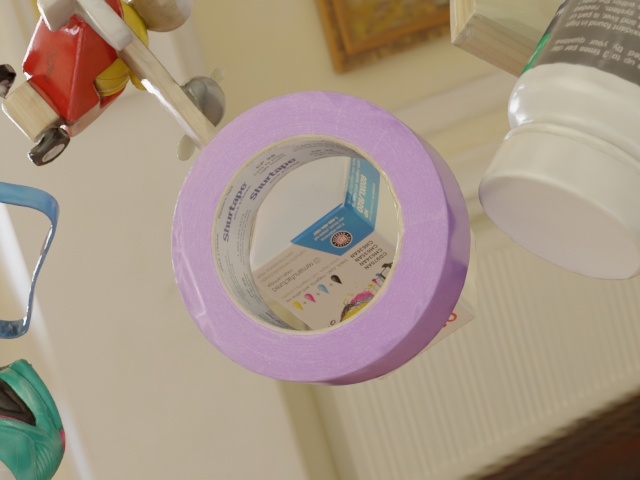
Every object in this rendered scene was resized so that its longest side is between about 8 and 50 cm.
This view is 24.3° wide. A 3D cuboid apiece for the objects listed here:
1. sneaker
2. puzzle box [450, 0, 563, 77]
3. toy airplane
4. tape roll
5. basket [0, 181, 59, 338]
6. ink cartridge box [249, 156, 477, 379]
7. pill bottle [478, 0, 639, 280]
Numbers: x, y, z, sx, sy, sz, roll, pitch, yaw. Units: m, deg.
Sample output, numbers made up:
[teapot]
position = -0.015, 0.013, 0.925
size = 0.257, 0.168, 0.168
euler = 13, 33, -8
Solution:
[sneaker]
position = -0.376, 0.177, 1.518
size = 0.296, 0.123, 0.178
euler = 23, 29, 23
[puzzle box]
position = 0.273, -0.298, 1.708
size = 0.052, 0.272, 0.409
euler = -54, 19, 37
[toy airplane]
position = -0.269, -0.282, 1.876
size = 0.272, 0.386, 0.384
euler = -36, 35, -30
[tape roll]
position = 0.000, 0.000, 1.419
size = 0.275, 0.274, 0.090
euler = -12, -11, 18
[basket]
position = -0.426, 0.003, 1.530
size = 0.289, 0.254, 0.201
euler = 16, 50, -11
[ink cartridge box]
position = 0.056, 0.018, 1.819
size = 0.171, 0.233, 0.168
euler = -36, 28, 30
[pill bottle]
position = 0.306, -0.156, 1.419
size = 0.204, 0.204, 0.361
euler = 1, 55, 55
